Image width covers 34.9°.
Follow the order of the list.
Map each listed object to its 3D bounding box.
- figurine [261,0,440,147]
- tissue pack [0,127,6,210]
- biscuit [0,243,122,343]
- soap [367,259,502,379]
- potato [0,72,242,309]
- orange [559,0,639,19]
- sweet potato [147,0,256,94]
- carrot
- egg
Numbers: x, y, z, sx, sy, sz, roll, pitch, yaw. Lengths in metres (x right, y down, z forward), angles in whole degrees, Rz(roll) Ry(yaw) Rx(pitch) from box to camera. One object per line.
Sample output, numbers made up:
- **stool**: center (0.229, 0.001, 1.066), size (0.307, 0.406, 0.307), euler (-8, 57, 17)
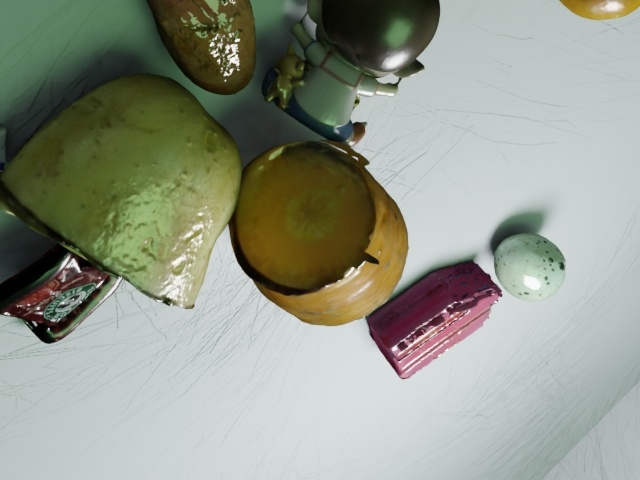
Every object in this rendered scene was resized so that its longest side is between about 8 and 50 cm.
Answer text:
- **figurine**: center (0.050, -0.248, 1.210), size (0.161, 0.158, 0.275), euler (33, 112, -13)
- **tissue pack**: center (-0.429, -0.053, 1.082), size (0.193, 0.026, 0.123), euler (-17, 141, -31)
- **biscuit**: center (-0.334, 0.060, 1.262), size (0.151, 0.063, 0.235), euler (-33, 165, 2)
- **soap**: center (0.221, 0.144, 1.905), size (0.250, 0.099, 0.162), euler (-33, 147, -7)
- **potato**: center (-0.197, -0.065, 1.135), size (0.242, 0.242, 0.285), euler (-45, 126, 11)
- **orange**: center (0.390, -0.372, 1.377), size (0.134, 0.155, 0.155), euler (23, 115, -43)
- **sweet potato**: center (-0.148, -0.275, 1.018), size (0.109, 0.109, 0.385), euler (-36, 142, -3)
- **carrot**: center (0.000, 0.000, 1.347), size (0.224, 0.224, 0.340), euler (-41, 168, 3)
- **egg**: center (0.395, 0.047, 1.927), size (0.131, 0.131, 0.164), euler (-45, 144, 10)
